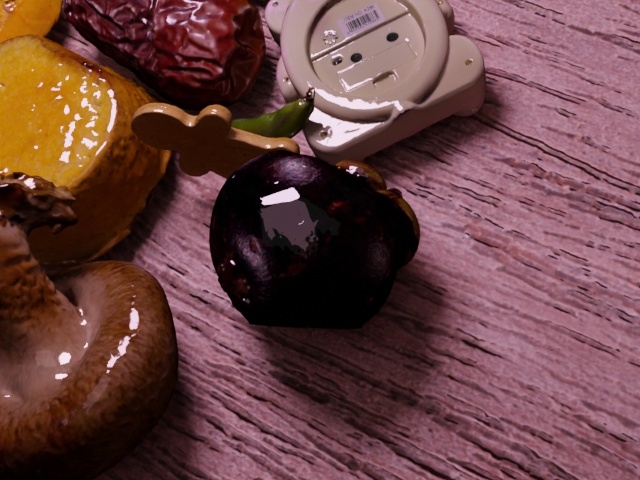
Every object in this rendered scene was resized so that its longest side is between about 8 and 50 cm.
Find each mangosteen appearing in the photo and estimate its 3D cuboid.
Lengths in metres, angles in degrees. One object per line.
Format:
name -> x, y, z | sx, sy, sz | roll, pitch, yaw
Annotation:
mangosteen -> -0.002, 0.004, 1.005 | 0.287, 0.287, 0.233 | -6, 80, 11

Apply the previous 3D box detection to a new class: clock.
clock -> 0.070, -0.280, 1.154 | 0.284, 0.114, 0.309 | -27, 66, 4

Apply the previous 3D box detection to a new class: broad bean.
broad bean -> -0.090, -0.161, 1.130 | 0.254, 0.046, 0.065 | -11, 95, 45

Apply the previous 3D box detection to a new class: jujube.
jujube -> -0.246, -0.332, 1.193 | 0.342, 0.216, 0.216 | 26, 79, 20

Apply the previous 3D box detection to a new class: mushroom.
mushroom -> -0.347, 0.130, 0.986 | 0.331, 0.356, 0.334 | 4, 51, 2

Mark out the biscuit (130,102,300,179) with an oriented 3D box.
biscuit -> -0.148, -0.137, 1.089 | 0.240, 0.158, 0.035 | 21, 54, -17

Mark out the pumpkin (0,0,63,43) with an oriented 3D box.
pumpkin -> -0.581, -0.383, 1.304 | 0.325, 0.242, 0.232 | -50, 39, -2

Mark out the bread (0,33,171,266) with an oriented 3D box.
bread -> -0.416, -0.150, 1.168 | 0.358, 0.204, 0.337 | 27, 74, 21
